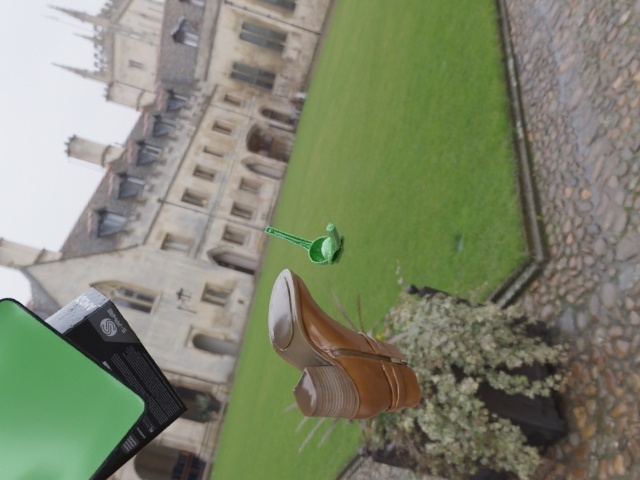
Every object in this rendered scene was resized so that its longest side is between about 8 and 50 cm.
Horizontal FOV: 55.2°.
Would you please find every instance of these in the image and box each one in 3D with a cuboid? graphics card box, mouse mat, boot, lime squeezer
[{"bbox_3d":[-0.398,0.268,0.851,0.371,0.232,0.094,-39,29,-23],"label":"graphics card box"},{"bbox_3d":[-0.269,0.153,0.542,0.152,0.190,0.007,-52,-12,-25],"label":"mouse mat"},{"bbox_3d":[0.026,0.123,0.730,0.073,0.153,0.197,-53,43,40],"label":"boot"},{"bbox_3d":[0.000,0.000,1.105,0.059,0.110,0.310,-46,16,-16],"label":"lime squeezer"}]
